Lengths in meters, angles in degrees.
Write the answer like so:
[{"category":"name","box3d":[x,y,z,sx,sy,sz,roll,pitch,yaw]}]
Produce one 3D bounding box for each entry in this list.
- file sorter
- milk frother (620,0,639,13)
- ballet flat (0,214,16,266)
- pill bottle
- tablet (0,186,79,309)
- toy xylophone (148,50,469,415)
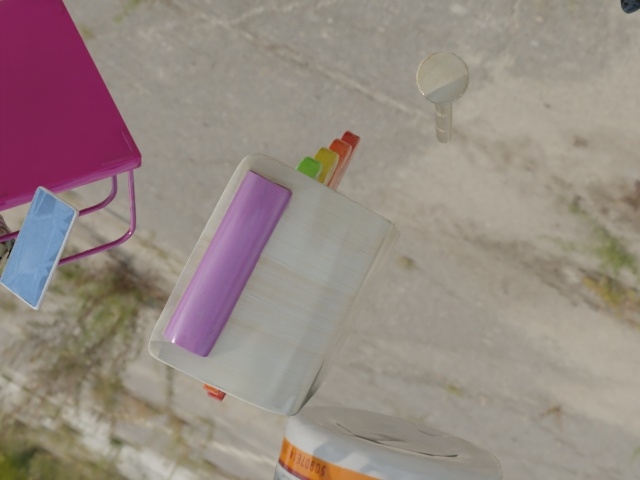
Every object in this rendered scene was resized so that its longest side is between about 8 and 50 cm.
[{"category":"file sorter","box3d":[-0.363,-0.123,1.466,0.291,0.202,0.182,60,158,28]},{"category":"milk frother","box3d":[0.382,-0.272,1.214,0.143,0.135,0.129,-13,160,43]},{"category":"ballet flat","box3d":[-0.434,0.017,1.484,0.079,0.077,0.221,36,-162,6]},{"category":"pill bottle","box3d":[0.031,0.381,1.206,0.224,0.392,0.224,14,-178,0]},{"category":"tablet","box3d":[-0.213,0.005,0.916,0.054,0.083,0.006,29,-172,38]},{"category":"toy xylophone","box3d":[0.000,0.000,0.735,0.081,0.236,0.323,28,173,5]}]
